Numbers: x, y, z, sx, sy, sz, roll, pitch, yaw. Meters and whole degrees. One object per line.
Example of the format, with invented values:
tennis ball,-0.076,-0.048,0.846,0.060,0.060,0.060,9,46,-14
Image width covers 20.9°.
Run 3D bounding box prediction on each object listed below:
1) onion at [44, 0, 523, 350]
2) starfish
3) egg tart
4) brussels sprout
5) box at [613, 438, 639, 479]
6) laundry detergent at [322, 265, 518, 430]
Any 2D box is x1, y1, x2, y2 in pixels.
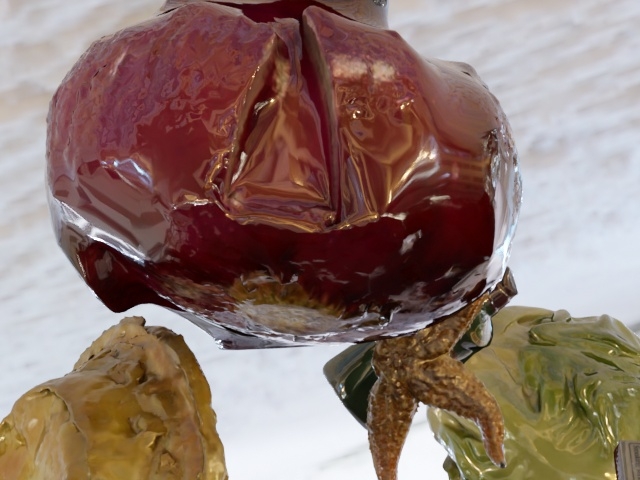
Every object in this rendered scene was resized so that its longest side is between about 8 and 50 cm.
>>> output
onion,-0.028,-0.119,1.433,0.399,0.420,0.398,0,165,0
starfish,0.108,0.123,1.599,0.138,0.247,0.050,0,-170,20
egg tart,-0.194,0.218,1.432,0.129,0.341,0.341,18,151,-32
brussels sprout,0.298,0.216,2.162,0.328,0.328,0.247,-1,123,-53
box,0.367,0.290,1.775,0.115,0.177,0.036,7,141,-10
laundry detergent,0.116,0.106,1.800,0.222,0.078,0.144,-36,147,1
